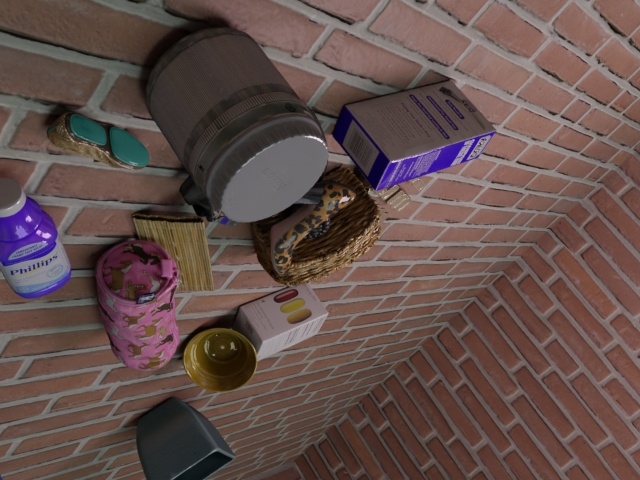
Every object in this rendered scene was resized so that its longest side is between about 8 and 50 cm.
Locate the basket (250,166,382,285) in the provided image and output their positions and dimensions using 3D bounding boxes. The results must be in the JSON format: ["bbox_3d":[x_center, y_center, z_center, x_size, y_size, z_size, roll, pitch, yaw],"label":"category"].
[{"bbox_3d":[0.000,0.000,1.806,0.299,0.213,0.223,-29,155,-15],"label":"basket"}]

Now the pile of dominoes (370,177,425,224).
[{"bbox_3d":[0.177,-0.145,2.019,0.196,0.040,0.251,-39,148,10],"label":"pile of dominoes"}]

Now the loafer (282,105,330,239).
[{"bbox_3d":[-0.056,-0.160,1.575,0.134,0.130,0.365,-8,138,-5],"label":"loafer"}]

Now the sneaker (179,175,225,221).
[{"bbox_3d":[-0.196,-0.099,1.515,0.135,0.097,0.276,-35,161,16],"label":"sneaker"}]

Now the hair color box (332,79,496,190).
[{"bbox_3d":[0.220,-0.249,1.669,0.339,0.185,0.110,-20,152,-30],"label":"hair color box"}]

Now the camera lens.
[{"bbox_3d":[-0.141,-0.195,1.183,0.219,0.274,0.219,-29,155,-15],"label":"camera lens"}]

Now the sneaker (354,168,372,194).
[{"bbox_3d":[0.131,-0.174,1.831,0.066,0.071,0.188,-22,153,-28],"label":"sneaker"}]

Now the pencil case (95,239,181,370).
[{"bbox_3d":[-0.407,0.158,1.633,0.160,0.167,0.386,-41,163,-30],"label":"pencil case"}]

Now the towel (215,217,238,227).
[{"bbox_3d":[-0.208,-0.056,1.681,0.060,0.009,0.083,-40,156,13],"label":"towel"}]

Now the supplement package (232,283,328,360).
[{"bbox_3d":[-0.123,0.245,2.193,0.244,0.139,0.133,-21,153,-32],"label":"supplement package"}]

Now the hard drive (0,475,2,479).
[{"bbox_3d":[-0.816,0.452,1.575,0.040,0.210,0.318,-32,156,-10],"label":"hard drive"}]

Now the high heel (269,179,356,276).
[{"bbox_3d":[-0.019,-0.017,1.573,0.186,0.093,0.261,-4,133,-6],"label":"high heel"}]

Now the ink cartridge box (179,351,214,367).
[{"bbox_3d":[-0.377,0.356,2.199,0.063,0.029,0.115,-47,153,26],"label":"ink cartridge box"}]

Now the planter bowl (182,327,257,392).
[{"bbox_3d":[-0.295,0.337,2.141,0.217,0.217,0.090,-41,-163,12],"label":"planter bowl"}]

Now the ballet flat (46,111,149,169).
[{"bbox_3d":[-0.377,-0.163,1.214,0.067,0.073,0.206,-14,161,22],"label":"ballet flat"}]

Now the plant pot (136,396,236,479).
[{"bbox_3d":[-0.468,0.669,2.384,0.248,0.252,0.247,-32,155,-6],"label":"plant pot"}]

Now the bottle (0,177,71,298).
[{"bbox_3d":[-0.522,-0.002,1.266,0.118,0.092,0.282,-25,154,-20],"label":"bottle"}]

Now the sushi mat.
[{"bbox_3d":[-0.320,0.034,1.597,0.152,0.019,0.316,4,149,-2],"label":"sushi mat"}]
